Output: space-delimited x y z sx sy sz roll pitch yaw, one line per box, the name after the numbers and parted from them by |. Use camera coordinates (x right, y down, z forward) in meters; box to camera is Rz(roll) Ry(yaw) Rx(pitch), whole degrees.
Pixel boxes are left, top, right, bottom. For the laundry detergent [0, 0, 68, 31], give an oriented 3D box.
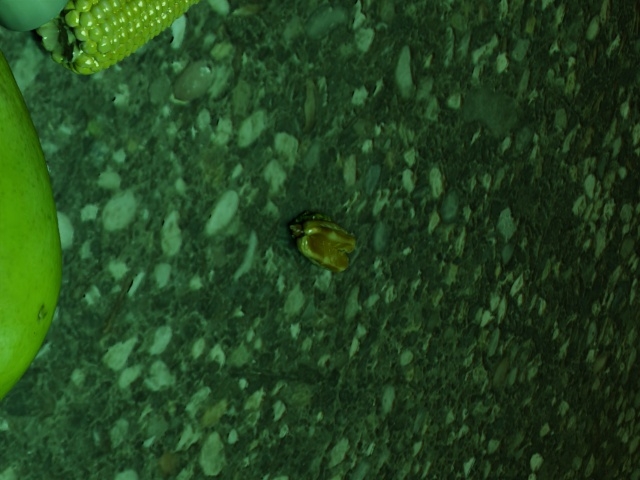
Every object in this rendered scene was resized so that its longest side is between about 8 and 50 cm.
-0.280 -0.317 0.993 0.264 0.124 0.398 -57 139 -24 | laundry detergent

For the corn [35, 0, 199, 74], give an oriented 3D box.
-0.145 -0.233 1.272 0.244 0.093 0.093 -42 137 -34 | corn

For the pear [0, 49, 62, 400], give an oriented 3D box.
-0.306 -0.012 1.033 0.253 0.253 0.307 -14 114 -50 | pear

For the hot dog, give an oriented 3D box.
0.000 0.000 1.642 0.133 0.041 0.056 28 84 -63 | hot dog
